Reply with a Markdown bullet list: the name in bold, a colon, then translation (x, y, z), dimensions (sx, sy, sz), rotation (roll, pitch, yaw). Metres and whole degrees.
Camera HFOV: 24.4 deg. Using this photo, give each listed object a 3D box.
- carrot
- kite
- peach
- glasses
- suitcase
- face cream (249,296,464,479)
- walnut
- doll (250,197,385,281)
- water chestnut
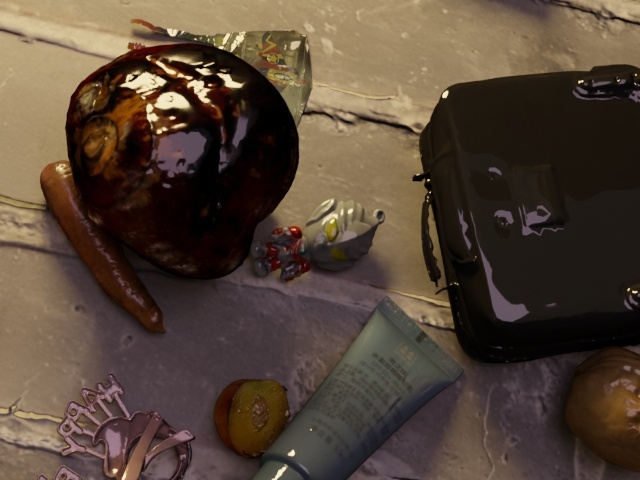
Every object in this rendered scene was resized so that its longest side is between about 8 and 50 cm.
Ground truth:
- **carrot**: translation (-0.259, 0.011, 1.756), dimensions (0.059, 0.059, 0.248), rotation (-31, 84, -22)
- **kite**: translation (-0.127, -0.225, 1.891), dimensions (0.245, 0.015, 0.141), rotation (10, 67, -12)
- **peach**: translation (-0.085, 0.205, 1.732), dimensions (0.098, 0.061, 0.098), rotation (-1, 92, -39)
- **glasses**: translation (-0.247, 0.273, 1.650), dimensions (0.162, 0.095, 0.255), rotation (23, 65, 2)
- **suitcase**: translation (0.290, -0.034, 1.842), dimensions (0.339, 0.188, 0.345), rotation (-6, 73, -14)
- **face cream**: translation (0.022, 0.220, 1.730), dimensions (0.135, 0.086, 0.385), rotation (44, 52, 3)
- **walnut**: translation (0.378, 0.209, 1.813), dimensions (0.167, 0.149, 0.166), rotation (23, 36, -18)
- **doll**: translation (0.000, 0.000, 1.821), dimensions (0.180, 0.079, 0.094), rotation (-19, 106, -13)
- **water chestnut**: translation (-0.159, -0.094, 1.724), dimensions (0.289, 0.244, 0.289), rotation (-1, 47, 1)
